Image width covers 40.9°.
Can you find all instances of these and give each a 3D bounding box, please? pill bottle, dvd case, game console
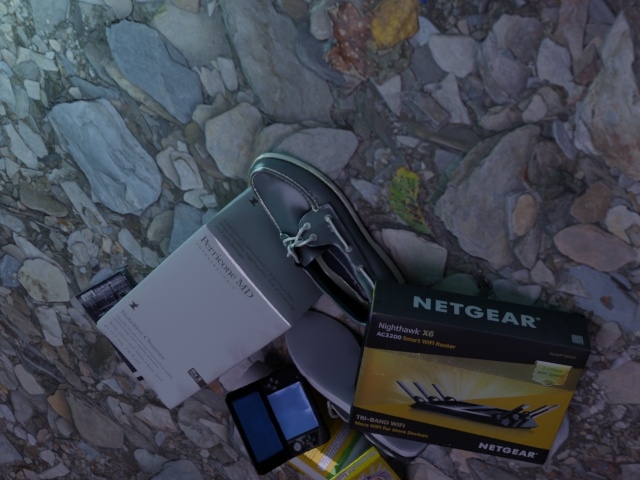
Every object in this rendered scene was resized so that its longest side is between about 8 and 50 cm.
[{"bbox_3d":[-0.040,0.322,1.518,0.246,0.136,0.136,34,131,8],"label":"pill bottle"},{"bbox_3d":[-0.373,0.170,1.701,0.164,0.018,0.221,-26,103,38],"label":"dvd case"},{"bbox_3d":[-0.068,0.292,1.411,0.124,0.085,0.144,-25,83,5],"label":"game console"}]

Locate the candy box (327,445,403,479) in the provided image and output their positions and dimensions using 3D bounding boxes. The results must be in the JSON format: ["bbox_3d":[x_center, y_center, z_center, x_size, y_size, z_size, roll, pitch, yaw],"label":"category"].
[{"bbox_3d":[0.082,0.423,1.478,0.027,0.105,0.206,48,175,35],"label":"candy box"}]

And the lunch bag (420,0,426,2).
[{"bbox_3d":[0.105,-0.349,0.994,0.129,0.151,0.096,41,131,1],"label":"lunch bag"}]

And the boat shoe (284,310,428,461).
[{"bbox_3d":[0.056,0.246,1.435,0.306,0.113,0.105,38,152,13],"label":"boat shoe"}]

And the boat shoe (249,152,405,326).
[{"bbox_3d":[0.000,0.000,1.314,0.319,0.099,0.116,47,131,-4],"label":"boat shoe"}]

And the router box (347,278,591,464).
[{"bbox_3d":[0.210,0.198,1.266,0.309,0.081,0.243,9,126,2],"label":"router box"}]

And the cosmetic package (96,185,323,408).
[{"bbox_3d":[-0.186,0.106,1.457,0.217,0.156,0.385,48,132,-2],"label":"cosmetic package"}]
